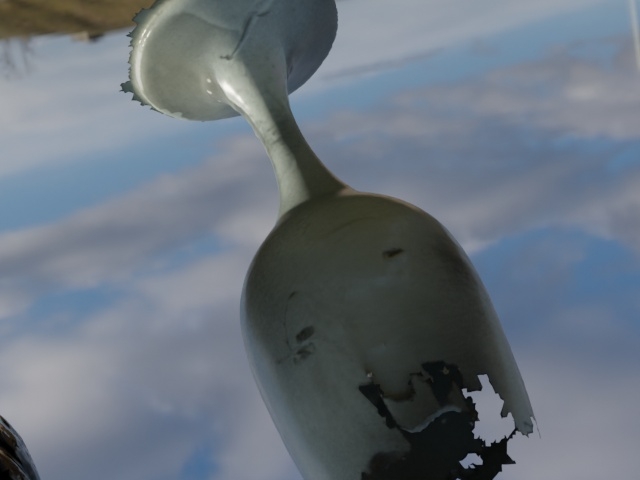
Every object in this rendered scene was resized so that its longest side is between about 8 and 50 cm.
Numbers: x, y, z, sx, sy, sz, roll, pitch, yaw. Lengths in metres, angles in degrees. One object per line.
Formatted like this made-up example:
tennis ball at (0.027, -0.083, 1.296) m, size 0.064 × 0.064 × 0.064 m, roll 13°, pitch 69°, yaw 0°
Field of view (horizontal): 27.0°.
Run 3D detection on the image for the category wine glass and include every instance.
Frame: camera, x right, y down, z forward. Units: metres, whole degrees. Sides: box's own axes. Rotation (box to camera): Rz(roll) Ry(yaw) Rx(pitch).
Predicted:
wine glass at (0.000, 0.000, 0.728) m, size 0.143 × 0.321 × 0.143 m, roll -19°, pitch 153°, yaw -10°

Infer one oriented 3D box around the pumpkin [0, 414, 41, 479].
pumpkin at (-0.230, 0.160, 0.658) m, size 0.202 × 0.140 × 0.202 m, roll -21°, pitch -150°, yaw 13°
